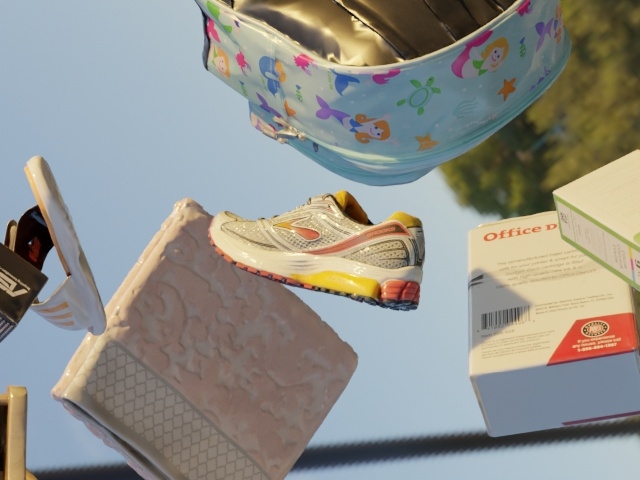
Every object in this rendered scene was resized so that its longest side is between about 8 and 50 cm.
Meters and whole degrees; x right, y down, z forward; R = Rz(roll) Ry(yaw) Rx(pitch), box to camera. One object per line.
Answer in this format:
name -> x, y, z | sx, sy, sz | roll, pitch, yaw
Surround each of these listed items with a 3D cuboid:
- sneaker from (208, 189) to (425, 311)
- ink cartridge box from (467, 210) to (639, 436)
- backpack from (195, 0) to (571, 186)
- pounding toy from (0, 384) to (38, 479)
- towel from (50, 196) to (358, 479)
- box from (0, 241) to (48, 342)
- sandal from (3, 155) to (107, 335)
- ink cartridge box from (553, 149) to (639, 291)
sneaker -> 0.000, 0.000, 1.410 | 0.225, 0.093, 0.088 | 11, 175, 31
ink cartridge box -> 0.285, 0.091, 1.909 | 0.273, 0.197, 0.114 | -84, -21, -50
backpack -> 0.050, -0.156, 1.141 | 0.253, 0.225, 0.191 | 29, 148, 43
pounding toy -> -0.233, 0.197, 1.203 | 0.154, 0.154, 0.269 | 4, -149, -17
towel -> -0.133, 0.166, 1.961 | 0.332, 0.317, 0.053 | 45, 151, -24
box -> -0.386, 0.040, 1.376 | 0.216, 0.270, 0.060 | 39, -130, -12
sandal -> -0.254, 0.009, 1.418 | 0.265, 0.076, 0.102 | 84, 164, -62
ink cartridge box -> 0.327, -0.009, 1.505 | 0.209, 0.109, 0.062 | 39, 150, 55
